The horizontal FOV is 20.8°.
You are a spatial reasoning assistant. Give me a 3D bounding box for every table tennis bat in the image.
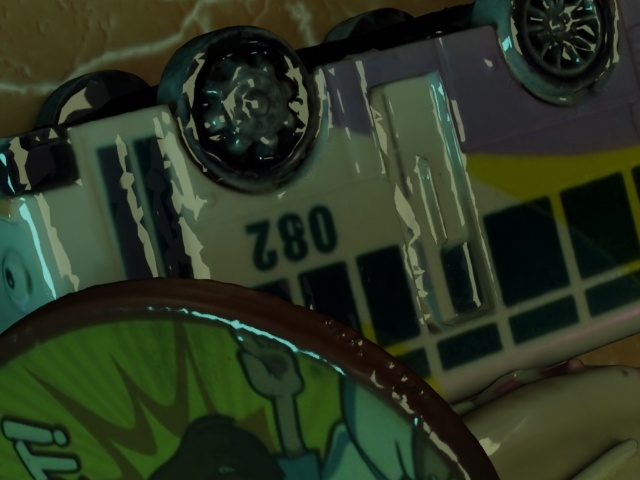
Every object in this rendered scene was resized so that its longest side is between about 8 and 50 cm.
[{"bbox_3d":[-0.093,0.155,0.823,0.268,0.414,0.051,60,34,-14],"label":"table tennis bat"}]

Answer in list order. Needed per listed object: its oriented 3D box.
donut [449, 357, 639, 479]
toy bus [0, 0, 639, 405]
[{"bbox_3d":[0.116,0.242,0.978,0.382,0.142,0.383,-23,132,-28],"label":"donut"},{"bbox_3d":[0.000,0.000,0.994,0.440,0.209,0.249,-17,95,-31],"label":"toy bus"}]
